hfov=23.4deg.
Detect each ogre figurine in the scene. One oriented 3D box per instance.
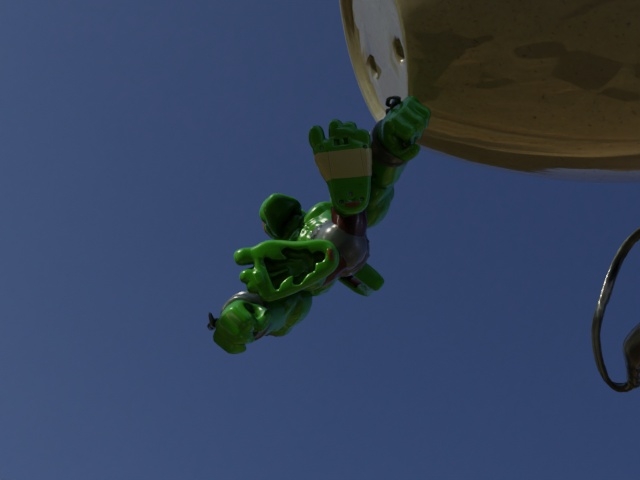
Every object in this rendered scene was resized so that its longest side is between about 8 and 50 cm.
[{"bbox_3d":[0.000,0.000,1.029,0.097,0.197,0.118,18,-15,5],"label":"ogre figurine"}]

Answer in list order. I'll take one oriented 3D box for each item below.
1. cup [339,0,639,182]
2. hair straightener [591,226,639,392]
[{"bbox_3d":[0.148,-0.183,1.173,0.237,0.331,0.331,-14,-52,-11],"label":"cup"},{"bbox_3d":[0.201,-0.021,0.644,0.047,0.089,0.230,39,-72,-19],"label":"hair straightener"}]
